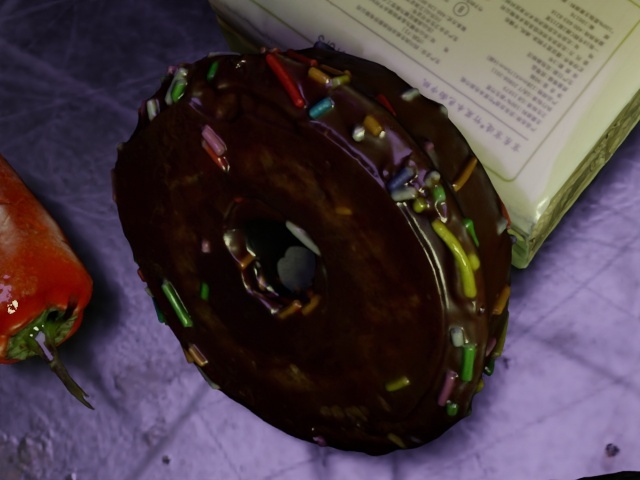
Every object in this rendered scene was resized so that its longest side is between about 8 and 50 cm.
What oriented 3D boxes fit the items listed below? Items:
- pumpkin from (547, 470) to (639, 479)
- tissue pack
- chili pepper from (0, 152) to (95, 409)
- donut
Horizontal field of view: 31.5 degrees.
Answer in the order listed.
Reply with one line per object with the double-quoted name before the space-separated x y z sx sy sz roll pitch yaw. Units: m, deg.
"pumpkin" 0.139 0.247 0.477 0.320 0.192 0.320 6 102 27
"tissue pack" 0.073 -0.119 0.657 0.234 0.125 0.159 37 84 15
"chili pepper" -0.183 0.031 0.674 0.084 0.086 0.192 -25 60 -28
"donut" 0.000 0.000 0.597 0.235 0.235 0.089 39 45 16
